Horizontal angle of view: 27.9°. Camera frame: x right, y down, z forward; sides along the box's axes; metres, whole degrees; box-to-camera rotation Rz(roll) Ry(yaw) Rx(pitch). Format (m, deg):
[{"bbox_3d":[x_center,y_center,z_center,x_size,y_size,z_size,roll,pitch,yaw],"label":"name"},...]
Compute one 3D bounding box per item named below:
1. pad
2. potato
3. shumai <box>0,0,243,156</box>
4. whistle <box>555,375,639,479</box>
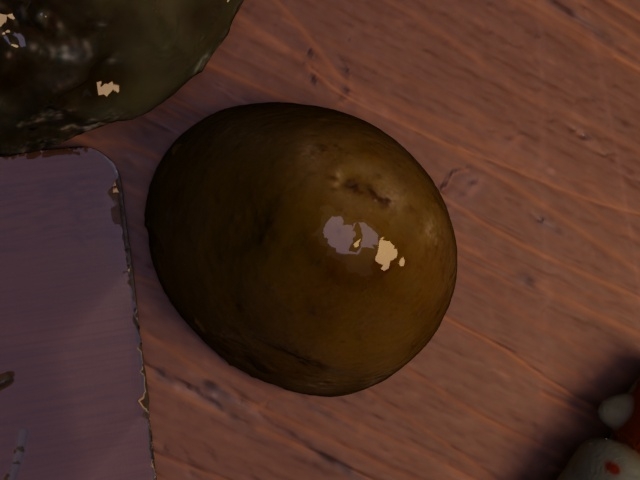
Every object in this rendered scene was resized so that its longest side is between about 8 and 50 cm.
[{"bbox_3d":[-0.248,0.096,0.769,0.287,0.018,0.284,-7,91,-11],"label":"pad"},{"bbox_3d":[0.000,0.000,0.754,0.178,0.158,0.203,-31,92,-11],"label":"potato"},{"bbox_3d":[-0.198,-0.220,0.627,0.398,0.323,0.324,11,86,-13],"label":"shumai"},{"bbox_3d":[0.234,0.135,0.826,0.253,0.106,0.101,-44,114,-8],"label":"whistle"}]
